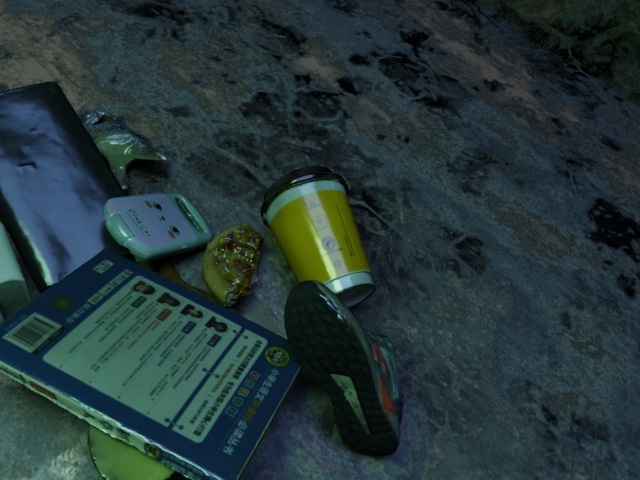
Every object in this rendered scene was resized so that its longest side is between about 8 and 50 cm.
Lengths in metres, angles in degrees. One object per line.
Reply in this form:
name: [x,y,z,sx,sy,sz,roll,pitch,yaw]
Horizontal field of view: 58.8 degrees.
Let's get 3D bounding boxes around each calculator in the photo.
calculator: [-0.311,-0.031,1.109,0.141,0.045,0.246,52,27,12]

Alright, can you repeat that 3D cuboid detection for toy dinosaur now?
toy dinosaur: [-0.470,-0.208,1.242,0.294,0.077,0.162,37,59,16]

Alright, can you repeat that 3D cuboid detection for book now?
book: [-0.258,0.180,0.903,0.427,0.039,0.300,26,35,8]

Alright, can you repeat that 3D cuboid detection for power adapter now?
power adapter: [-0.556,0.091,0.947,0.125,0.130,0.205,-20,62,-29]

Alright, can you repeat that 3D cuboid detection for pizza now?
pizza: [-0.171,0.033,1.126,0.127,0.058,0.246,18,37,5]

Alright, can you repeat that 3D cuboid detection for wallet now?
wallet: [-0.520,-0.112,1.096,0.228,0.062,0.406,-28,82,-33]

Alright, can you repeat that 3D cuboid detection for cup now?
cup: [0.000,0.000,1.160,0.196,0.196,0.280,-12,66,-25]

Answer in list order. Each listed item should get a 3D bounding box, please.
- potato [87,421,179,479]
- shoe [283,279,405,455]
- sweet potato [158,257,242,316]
potato: [-0.238,0.295,0.886,0.160,0.111,0.271,31,37,18]
shoe: [0.066,0.193,0.985,0.337,0.132,0.171,65,34,-15]
sweet potato: [-0.229,0.118,1.073,0.255,0.058,0.078,34,35,14]
